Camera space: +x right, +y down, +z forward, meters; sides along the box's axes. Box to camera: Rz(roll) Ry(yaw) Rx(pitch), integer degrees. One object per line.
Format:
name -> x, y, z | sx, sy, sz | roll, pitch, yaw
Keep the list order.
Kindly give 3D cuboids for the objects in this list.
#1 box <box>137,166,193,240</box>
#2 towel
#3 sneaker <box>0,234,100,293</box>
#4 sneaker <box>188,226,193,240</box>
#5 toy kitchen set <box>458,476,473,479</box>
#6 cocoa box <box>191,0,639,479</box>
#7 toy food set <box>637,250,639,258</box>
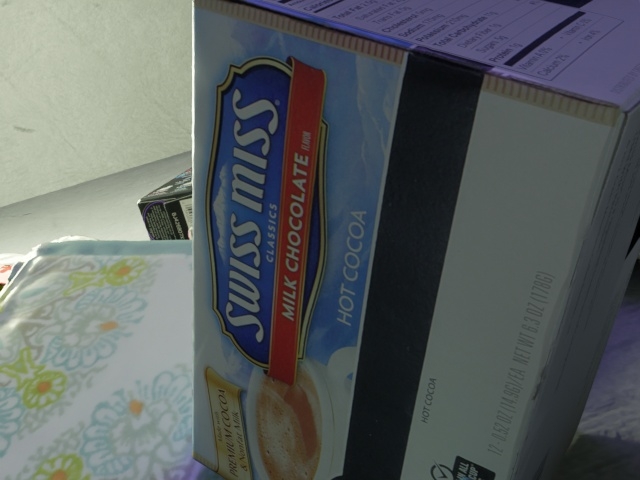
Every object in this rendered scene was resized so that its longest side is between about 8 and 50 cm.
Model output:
box -> -0.154, -0.044, 1.302 | 0.143, 0.165, 0.270 | -9, 18, 22
towel -> -0.196, 0.131, 0.732 | 0.374, 0.090, 0.320 | 0, 42, 23
sneaker -> -0.485, 0.077, 1.376 | 0.279, 0.107, 0.118 | -15, 35, 13
sneaker -> -0.100, 0.015, 1.091 | 0.077, 0.178, 0.072 | 19, 78, 46
toy kitchen set -> 0.000, 0.215, 0.322 | 0.207, 0.166, 0.122 | -23, 18, -26
cocoa box -> 0.070, 0.010, 0.514 | 0.228, 0.347, 0.231 | 23, 35, 25
toy food set -> 0.429, -0.064, 0.888 | 0.306, 0.092, 0.220 | -16, 4, 4
